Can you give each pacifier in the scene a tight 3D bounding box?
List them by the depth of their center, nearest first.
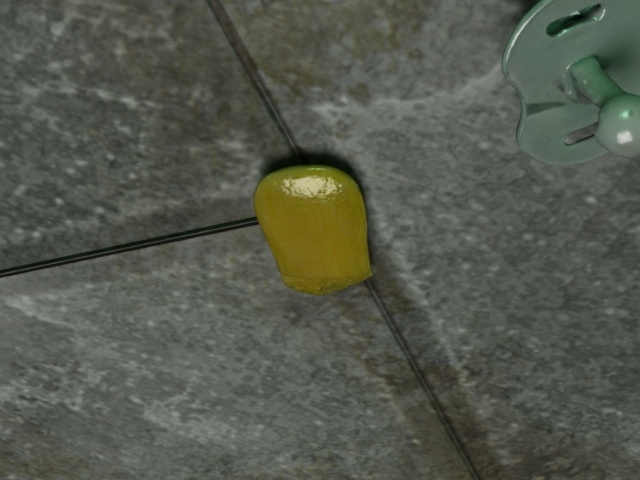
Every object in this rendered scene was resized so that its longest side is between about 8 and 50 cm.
[{"bbox_3d":[0.188,-0.098,0.785,0.127,0.116,0.150,-20,133,-8],"label":"pacifier"}]

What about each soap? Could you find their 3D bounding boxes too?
[{"bbox_3d":[0.000,0.000,0.977,0.089,0.033,0.168,-3,138,15],"label":"soap"}]
